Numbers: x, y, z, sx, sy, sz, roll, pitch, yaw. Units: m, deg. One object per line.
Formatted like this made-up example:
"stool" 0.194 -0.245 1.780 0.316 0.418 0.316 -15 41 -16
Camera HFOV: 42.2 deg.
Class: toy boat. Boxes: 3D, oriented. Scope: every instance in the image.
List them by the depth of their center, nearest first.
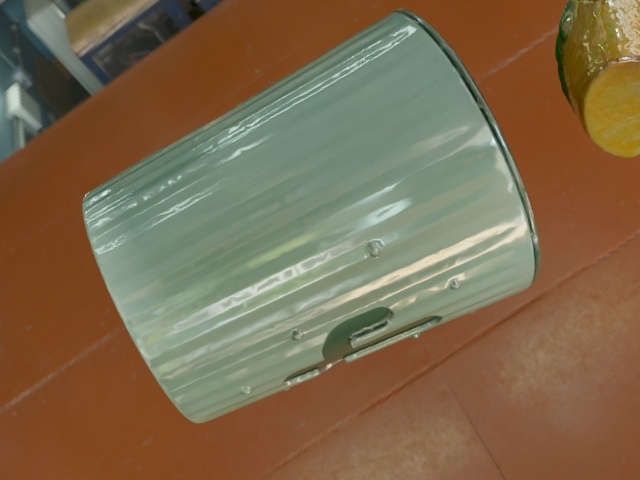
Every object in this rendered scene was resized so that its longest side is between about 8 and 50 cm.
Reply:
"toy boat" 0.232 -0.141 0.652 0.088 0.229 0.088 -16 60 19

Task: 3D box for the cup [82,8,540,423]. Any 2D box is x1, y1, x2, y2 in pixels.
"cup" 0.007 0.012 0.879 0.392 0.401 0.310 -26 40 -3
